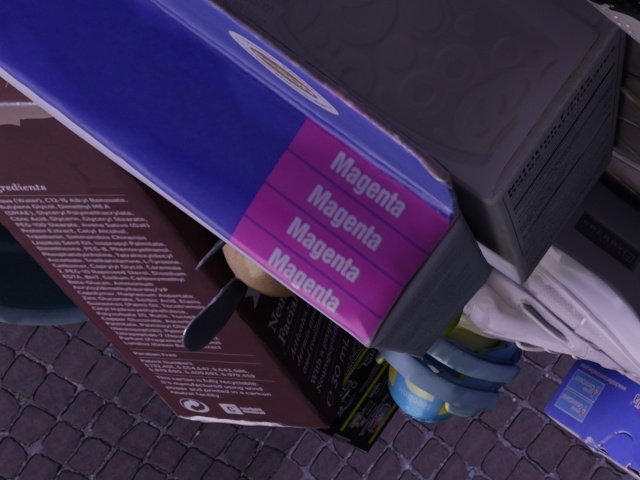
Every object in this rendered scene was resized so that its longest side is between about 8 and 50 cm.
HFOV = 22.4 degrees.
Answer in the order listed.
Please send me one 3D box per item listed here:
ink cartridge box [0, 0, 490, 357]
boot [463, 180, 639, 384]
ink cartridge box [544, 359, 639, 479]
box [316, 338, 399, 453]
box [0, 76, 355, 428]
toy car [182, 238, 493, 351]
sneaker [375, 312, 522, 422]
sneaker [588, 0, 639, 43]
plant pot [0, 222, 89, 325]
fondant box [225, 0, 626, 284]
[{"bbox_3d":[-0.083,-0.072,0.653,0.324,0.071,0.330,37,-179,10],"label":"ink cartridge box"},{"bbox_3d":[0.179,0.042,1.054,0.258,0.095,0.123,43,148,4],"label":"boot"},{"bbox_3d":[0.348,0.173,1.191,0.395,0.151,0.270,34,180,-20],"label":"ink cartridge box"},{"bbox_3d":[0.054,0.037,1.360,0.060,0.270,0.216,34,180,29],"label":"box"},{"bbox_3d":[-0.093,-0.048,1.074,0.143,0.191,0.381,0,147,28],"label":"box"},{"bbox_3d":[0.000,0.000,0.971,0.149,0.188,0.155,45,146,25],"label":"toy car"},{"bbox_3d":[0.115,0.042,1.237,0.127,0.208,0.319,36,179,22],"label":"sneaker"},{"bbox_3d":[0.106,-0.074,0.486,0.109,0.040,0.044,39,-165,-19],"label":"sneaker"},{"bbox_3d":[-0.246,-0.160,1.319,0.341,0.341,0.334,35,-172,-40],"label":"plant pot"},{"bbox_3d":[0.018,-0.097,0.755,0.238,0.096,0.330,36,179,11],"label":"fondant box"}]
